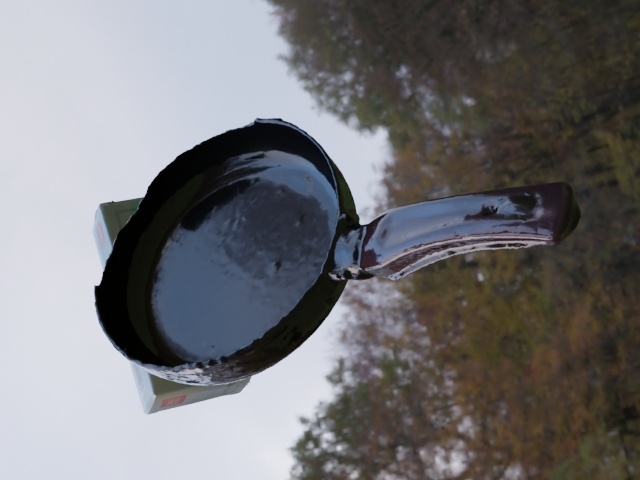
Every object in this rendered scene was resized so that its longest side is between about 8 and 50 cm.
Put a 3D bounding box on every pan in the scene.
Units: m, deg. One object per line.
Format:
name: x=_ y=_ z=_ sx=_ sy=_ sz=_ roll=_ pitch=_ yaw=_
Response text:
pan: x=0.002 y=0.001 z=0.392 sx=0.040 sy=0.212 sz=0.114 roll=40 pitch=-124 yaw=-42

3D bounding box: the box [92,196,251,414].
box: x=-0.185 y=0.070 z=1.310 sx=0.135 sy=0.079 sz=0.269 roll=-11 pitch=-113 yaw=-25
